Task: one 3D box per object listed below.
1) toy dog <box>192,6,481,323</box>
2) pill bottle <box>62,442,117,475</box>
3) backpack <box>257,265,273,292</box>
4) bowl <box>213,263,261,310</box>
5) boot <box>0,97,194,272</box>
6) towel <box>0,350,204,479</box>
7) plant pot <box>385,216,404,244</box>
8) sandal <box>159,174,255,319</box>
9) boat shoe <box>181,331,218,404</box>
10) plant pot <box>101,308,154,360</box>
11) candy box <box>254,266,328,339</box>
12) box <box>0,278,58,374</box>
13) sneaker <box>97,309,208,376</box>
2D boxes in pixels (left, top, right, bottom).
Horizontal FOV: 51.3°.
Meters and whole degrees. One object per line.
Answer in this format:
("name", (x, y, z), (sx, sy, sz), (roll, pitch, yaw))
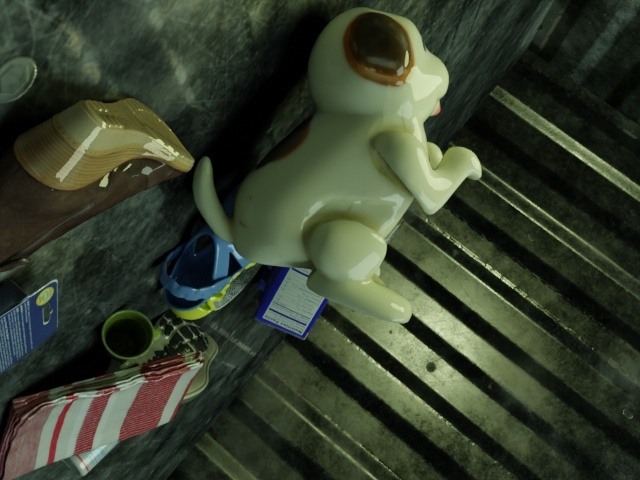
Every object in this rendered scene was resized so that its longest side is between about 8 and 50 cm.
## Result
("toy dog", (0.041, -0.144, 1.020), (0.284, 0.395, 0.408), (-97, -152, -79))
("pill bottle", (-0.435, 0.374, 1.309), (0.160, 0.087, 0.087), (-44, 168, -36))
("backpack", (-0.110, 0.101, 1.766), (0.098, 0.101, 0.120), (-31, 162, -46))
("bowl", (-0.181, 0.045, 1.289), (0.170, 0.080, 0.170), (-49, 169, -12))
("boot", (-0.253, -0.052, 0.685), (0.207, 0.090, 0.248), (-41, 173, 10))
("towel", (-0.371, 0.302, 1.138), (0.329, 0.037, 0.237), (-10, 144, -41))
("plant pot", (0.074, -0.078, 1.557), (0.215, 0.230, 0.215), (-50, 170, -12))
("sandal", (-0.160, 0.003, 1.130), (0.317, 0.126, 0.138), (-52, 166, -1))
("boat shoe", (-0.305, 0.296, 1.452), (0.095, 0.112, 0.335), (-52, -177, 12))
("plant pot", (-0.327, 0.166, 1.107), (0.083, 0.083, 0.079), (-44, -179, -36))
("candy box", (0.000, 0.000, 1.355), (0.317, 0.122, 0.268), (-59, -172, 24))
("box", (-0.396, 0.131, 0.747), (0.225, 0.036, 0.136), (-42, 167, -38))
("sneaker", (-0.326, 0.218, 1.288), (0.118, 0.107, 0.279), (-38, 171, 23))
